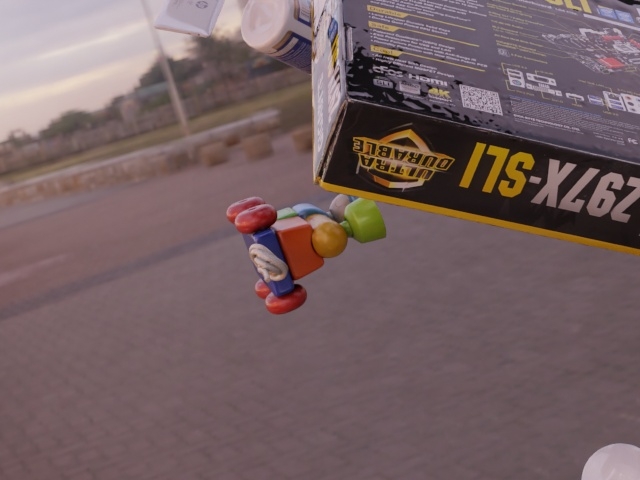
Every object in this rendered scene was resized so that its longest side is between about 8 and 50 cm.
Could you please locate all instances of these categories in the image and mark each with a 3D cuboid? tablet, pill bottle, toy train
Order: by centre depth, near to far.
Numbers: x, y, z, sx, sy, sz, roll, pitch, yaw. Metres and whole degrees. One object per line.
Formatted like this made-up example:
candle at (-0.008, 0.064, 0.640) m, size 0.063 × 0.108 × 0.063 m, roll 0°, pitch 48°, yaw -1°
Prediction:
tablet at (-0.120, -0.221, 1.098) m, size 0.054 × 0.006 × 0.083 m, roll 11°, pitch 49°, yaw 4°
toy train at (0.000, 0.000, 1.123) m, size 0.143 × 0.105 × 0.248 m, roll -22°, pitch 10°, yaw -7°
pill bottle at (-0.015, -0.203, 1.158) m, size 0.067 × 0.067 × 0.120 m, roll -9°, pitch -19°, yaw 41°

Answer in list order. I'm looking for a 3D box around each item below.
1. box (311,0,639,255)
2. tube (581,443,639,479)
box at (0.157, -0.107, 0.847) m, size 0.322 × 0.079 × 0.257 m, roll 11°, pitch 36°, yaw -10°
tube at (0.235, 0.202, 0.868) m, size 0.080 × 0.052 × 0.207 m, roll -41°, pitch -32°, yaw -2°
